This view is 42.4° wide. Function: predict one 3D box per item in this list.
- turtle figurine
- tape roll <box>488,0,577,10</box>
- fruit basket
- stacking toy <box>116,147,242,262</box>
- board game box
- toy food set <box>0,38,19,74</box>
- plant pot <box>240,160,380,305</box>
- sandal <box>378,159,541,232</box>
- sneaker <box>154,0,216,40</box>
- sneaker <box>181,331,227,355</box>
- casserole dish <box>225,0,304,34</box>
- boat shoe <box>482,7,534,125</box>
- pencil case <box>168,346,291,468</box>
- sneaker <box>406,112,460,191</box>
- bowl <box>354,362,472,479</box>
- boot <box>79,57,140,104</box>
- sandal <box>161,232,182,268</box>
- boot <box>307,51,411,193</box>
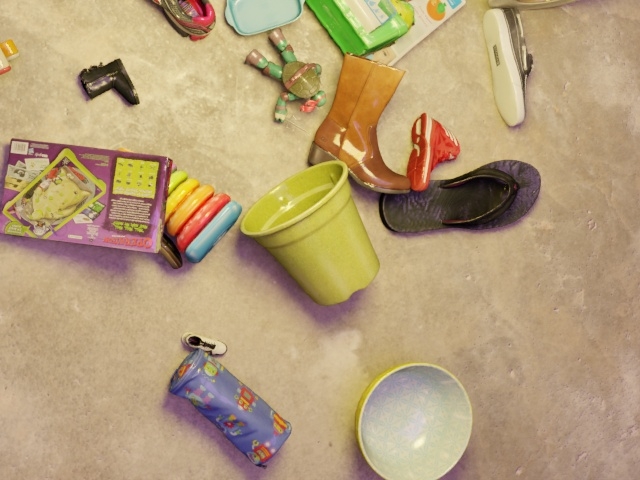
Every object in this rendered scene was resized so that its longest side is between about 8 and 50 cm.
[{"bbox_3d":[-0.055,-0.373,1.922,0.234,0.118,0.175,47,66,-3],"label":"turtle figurine"},{"bbox_3d":[0.552,-0.647,2.022,0.286,0.286,0.100,-6,92,-18],"label":"tape roll"},{"bbox_3d":[0.153,-0.610,1.961,0.353,0.165,0.327,-41,102,-17],"label":"fruit basket"},{"bbox_3d":[-0.335,-0.104,1.831,0.302,0.175,0.165,41,80,0],"label":"stacking toy"},{"bbox_3d":[-0.498,-0.094,1.750,0.347,0.056,0.208,8,84,5],"label":"board game box"},{"bbox_3d":[-0.722,-0.323,1.713,0.232,0.111,0.104,-30,111,-16],"label":"toy food set"},{"bbox_3d":[0.000,0.000,1.881,0.276,0.276,0.254,-37,112,-14],"label":"plant pot"},{"bbox_3d":[0.368,-0.098,2.058,0.446,0.107,0.167,-12,94,-16],"label":"sandal"},{"bbox_3d":[-0.343,-0.581,1.828,0.299,0.112,0.121,41,79,-13],"label":"sneaker"},{"bbox_3d":[-0.264,0.240,1.894,0.109,0.044,0.040,17,83,-19],"label":"sneaker"},{"bbox_3d":[-0.127,-0.541,1.914,0.188,0.037,0.114,-18,89,1],"label":"casserole dish"},{"bbox_3d":[0.495,-0.445,2.104,0.102,0.108,0.301,-11,86,-16],"label":"boat shoe"},{"bbox_3d":[-0.208,0.379,1.875,0.306,0.133,0.119,44,37,-14],"label":"pencil case"},{"bbox_3d":[0.288,-0.203,2.018,0.128,0.087,0.221,21,62,-21],"label":"sneaker"},{"bbox_3d":[0.201,0.426,1.983,0.290,0.156,0.289,0,90,-17],"label":"bowl"},{"bbox_3d":[-0.467,-0.339,1.825,0.099,0.045,0.121,-27,91,-18],"label":"boot"},{"bbox_3d":[-0.390,-0.019,1.843,0.060,0.090,0.219,-33,108,7],"label":"sandal"},{"bbox_3d":[0.134,-0.269,1.932,0.264,0.096,0.280,25,106,8],"label":"boot"}]
